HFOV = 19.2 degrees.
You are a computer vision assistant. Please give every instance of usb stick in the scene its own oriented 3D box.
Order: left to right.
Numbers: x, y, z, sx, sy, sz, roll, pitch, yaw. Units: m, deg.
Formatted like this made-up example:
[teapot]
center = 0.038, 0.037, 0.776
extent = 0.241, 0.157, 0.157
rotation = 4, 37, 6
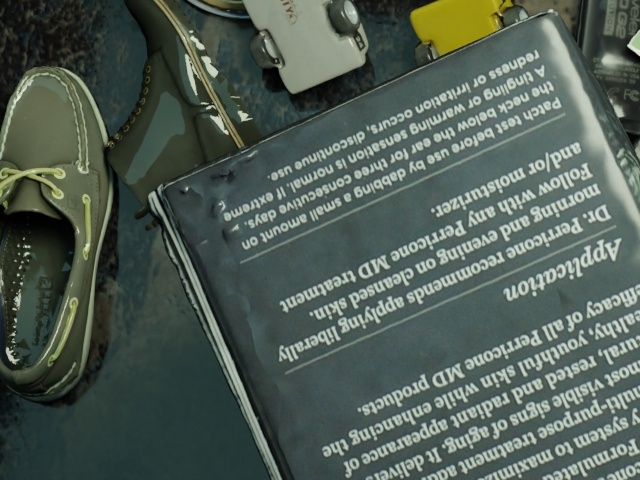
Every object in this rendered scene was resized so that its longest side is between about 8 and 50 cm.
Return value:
[usb stick]
center = 0.271, -0.229, 1.688
extent = 0.077, 0.045, 0.278
rotation = 9, 79, -1

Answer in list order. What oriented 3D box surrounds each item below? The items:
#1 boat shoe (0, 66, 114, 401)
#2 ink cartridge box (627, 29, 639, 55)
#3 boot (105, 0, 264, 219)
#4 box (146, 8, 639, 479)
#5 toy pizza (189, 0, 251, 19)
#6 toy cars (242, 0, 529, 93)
[boat shoe]
center = -0.245, -0.015, 1.668
extent = 0.109, 0.091, 0.305
rotation = 0, 79, 5
[ink cartridge box]
center = 0.401, -0.207, 1.662
extent = 0.171, 0.056, 0.235
rotation = 36, 84, 10
[boot]
center = -0.157, -0.132, 1.692
extent = 0.137, 0.077, 0.198
rotation = -33, 77, -2
[box]
center = 0.154, 0.132, 1.361
extent = 0.297, 0.480, 0.472
rotation = -23, 84, 11
[toy pizza]
center = -0.063, -0.302, 1.740
extent = 0.201, 0.032, 0.201
rotation = -1, 78, 5
[toy cars]
center = 0.067, -0.186, 1.667
extent = 0.393, 0.087, 0.176
rotation = 28, 120, 7
